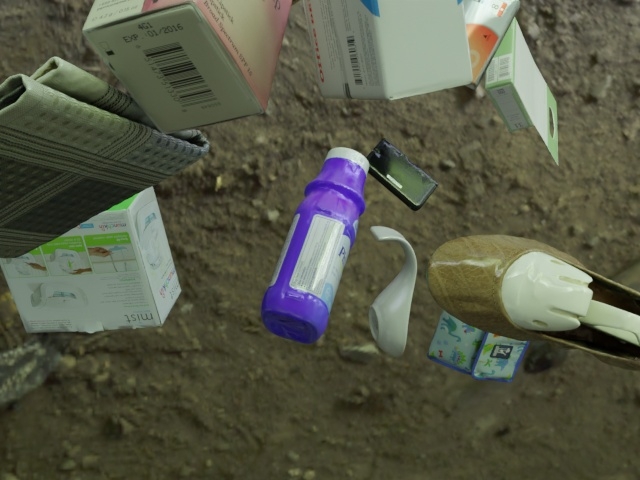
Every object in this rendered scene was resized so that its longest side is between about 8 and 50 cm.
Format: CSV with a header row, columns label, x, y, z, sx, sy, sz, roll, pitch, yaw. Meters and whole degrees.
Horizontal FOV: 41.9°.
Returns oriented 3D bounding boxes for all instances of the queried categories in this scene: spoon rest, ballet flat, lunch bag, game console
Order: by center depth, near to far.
label,x,y,z,sx,sy,sz,roll,pitch,yaw
ballet flat,0.283,0.076,0.916,0.343,0.124,0.116,22,85,-22
lunch bag,0.271,0.160,1.404,0.151,0.096,0.128,21,118,11
game console,0.130,-0.108,1.406,0.122,0.107,0.071,40,149,0
spoon rest,0.143,0.103,1.639,0.084,0.137,0.276,-8,117,-12

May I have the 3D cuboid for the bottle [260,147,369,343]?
label,x,y,z,sx,sy,sz,roll,pitch,yaw
bottle,0.000,0.000,1.178,0.092,0.282,0.118,16,153,7

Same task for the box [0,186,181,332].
label,x,y,z,sx,sy,sz,roll,pitch,yaw
box,-0.403,0.033,1.444,0.262,0.126,0.231,-5,118,12

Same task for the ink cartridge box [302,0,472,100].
label,x,y,z,sx,sy,sz,roll,pitch,yaw
ink cartridge box,0.053,-0.212,0.785,0.086,0.203,0.148,-14,104,-13

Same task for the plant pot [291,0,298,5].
label,x,y,z,sx,sy,sz,roll,pitch,yaw
plant pot,-0.128,-0.510,1.453,0.236,0.212,0.236,-18,-176,-34

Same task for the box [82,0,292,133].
label,x,y,z,sx,sy,sz,roll,pitch,yaw
box,-0.120,-0.248,0.853,0.127,0.232,0.148,-8,142,24

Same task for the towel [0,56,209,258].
label,x,y,z,sx,sy,sz,roll,pitch,yaw
towel,-0.319,-0.070,0.880,0.312,0.056,0.324,-26,167,17

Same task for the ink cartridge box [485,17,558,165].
label,x,y,z,sx,sy,sz,roll,pitch,yaw
ink cartridge box,0.368,-0.263,1.518,0.056,0.171,0.235,-12,140,28

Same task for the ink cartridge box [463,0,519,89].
label,x,y,z,sx,sy,sz,roll,pitch,yaw
ink cartridge box,0.191,-0.334,1.276,0.179,0.045,0.145,28,91,10
